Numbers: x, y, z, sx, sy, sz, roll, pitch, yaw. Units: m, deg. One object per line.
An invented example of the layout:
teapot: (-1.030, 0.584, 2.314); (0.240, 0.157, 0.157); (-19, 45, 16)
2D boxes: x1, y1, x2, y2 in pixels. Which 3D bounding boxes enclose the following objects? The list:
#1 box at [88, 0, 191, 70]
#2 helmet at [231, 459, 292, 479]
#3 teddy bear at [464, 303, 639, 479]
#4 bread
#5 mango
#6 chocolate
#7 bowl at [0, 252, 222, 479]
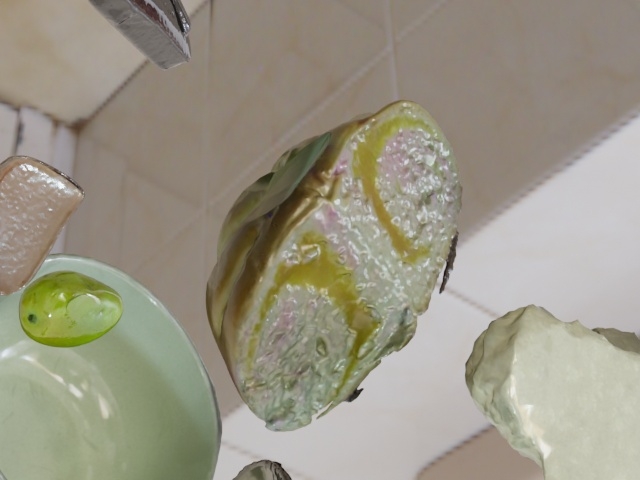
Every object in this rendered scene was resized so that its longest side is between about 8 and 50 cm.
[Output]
box: (-0.241, -0.357, 1.682); (0.073, 0.289, 0.290); (-21, 164, 8)
helmet: (0.011, 0.254, 0.768); (0.137, 0.258, 0.204); (13, 161, -18)
teddy bear: (0.167, 0.217, 1.051); (0.375, 0.327, 0.362); (18, 162, -25)
bread: (-0.010, 0.009, 1.091); (0.156, 0.261, 0.158); (-13, 127, 36)
mango: (-0.222, 0.062, 1.309); (0.108, 0.056, 0.073); (5, 120, -47)
chocolate: (-0.214, -0.012, 1.030); (0.064, 0.031, 0.101); (28, 100, -14)
bowl: (-0.263, 0.179, 1.455); (0.163, 0.307, 0.307); (-27, 133, 35)
